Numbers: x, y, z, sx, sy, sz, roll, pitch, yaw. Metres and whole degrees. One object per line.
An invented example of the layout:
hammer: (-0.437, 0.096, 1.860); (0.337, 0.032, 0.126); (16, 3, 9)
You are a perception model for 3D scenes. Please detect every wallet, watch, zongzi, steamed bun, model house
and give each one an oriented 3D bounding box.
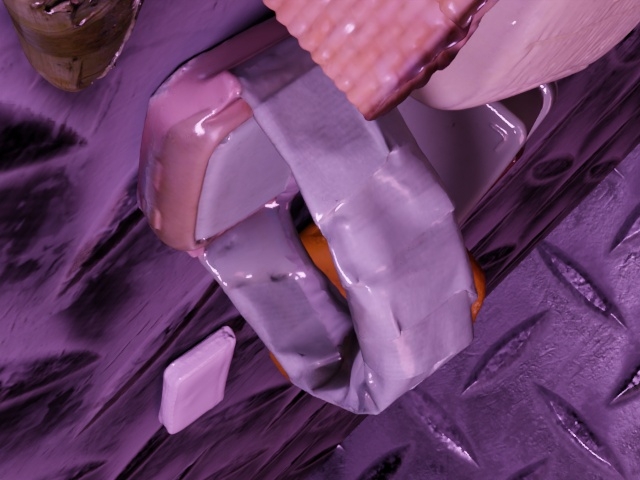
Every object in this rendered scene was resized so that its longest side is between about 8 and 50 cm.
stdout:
wallet: (-0.144, 0.167, 1.248); (0.095, 0.033, 0.190); (-33, 162, -27)
watch: (0.000, 0.000, 0.753); (0.162, 0.241, 0.253); (-34, 162, -26)
zongzi: (-0.094, -0.133, 0.523); (0.130, 0.062, 0.154); (-51, 174, -14)
steamed bun: (0.143, -0.207, 0.714); (0.200, 0.154, 0.250); (-23, 158, -43)
model house: (0.041, -0.185, 0.533); (0.183, 0.172, 0.166); (-44, -179, 41)

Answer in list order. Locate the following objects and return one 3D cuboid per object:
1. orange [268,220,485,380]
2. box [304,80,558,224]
orange: (0.042, 0.059, 1.150); (0.249, 0.183, 0.249); (-27, 143, -23)
box: (0.088, -0.084, 0.905); (0.210, 0.148, 0.129); (-54, -179, 37)
